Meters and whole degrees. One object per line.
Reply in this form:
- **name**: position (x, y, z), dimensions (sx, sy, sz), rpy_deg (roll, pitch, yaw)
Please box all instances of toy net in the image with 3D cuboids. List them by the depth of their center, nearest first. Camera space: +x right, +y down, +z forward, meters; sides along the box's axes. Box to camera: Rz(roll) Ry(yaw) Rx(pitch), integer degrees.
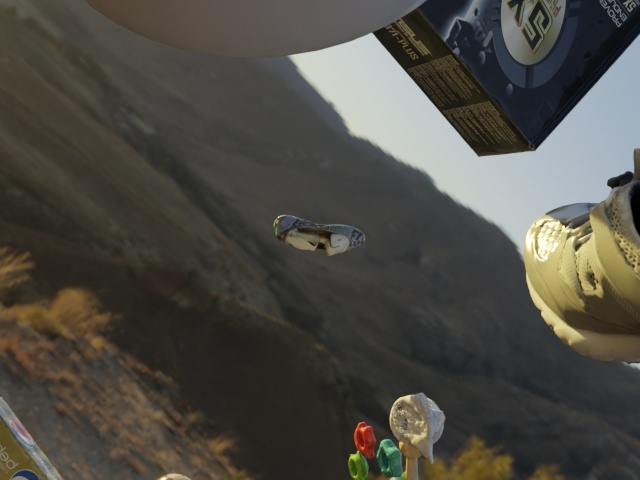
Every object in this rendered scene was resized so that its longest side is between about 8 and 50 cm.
- **toy net**: position (0.089, 0.223, 1.077), dimensions (0.232, 0.045, 0.122), rpy_deg (106, -33, -44)

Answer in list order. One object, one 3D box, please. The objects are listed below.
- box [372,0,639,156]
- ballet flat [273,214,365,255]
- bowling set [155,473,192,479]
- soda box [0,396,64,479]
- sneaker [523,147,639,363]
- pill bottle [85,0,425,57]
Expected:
- **box**: position (0.110, -0.169, 0.647), dimensions (0.180, 0.147, 0.077), rpy_deg (47, -13, -15)
- **ballet flat**: position (0.000, 0.000, 1.187), dimensions (0.114, 0.041, 0.041), rpy_deg (11, 13, -17)
- **bowling set**: position (-0.079, 0.319, 0.993), dimensions (0.287, 0.154, 0.200), rpy_deg (-144, -137, -67)
- **soda box**: position (-0.385, 0.289, 1.284), dimensions (0.181, 0.058, 0.061), rpy_deg (52, -3, 6)
- **sneaker**: position (0.179, 0.000, 0.500), dimensions (0.115, 0.105, 0.281), rpy_deg (65, -10, -13)
- **pill bottle**: position (-0.029, -0.213, 0.191), dimensions (0.224, 0.224, 0.392), rpy_deg (46, -12, 15)
